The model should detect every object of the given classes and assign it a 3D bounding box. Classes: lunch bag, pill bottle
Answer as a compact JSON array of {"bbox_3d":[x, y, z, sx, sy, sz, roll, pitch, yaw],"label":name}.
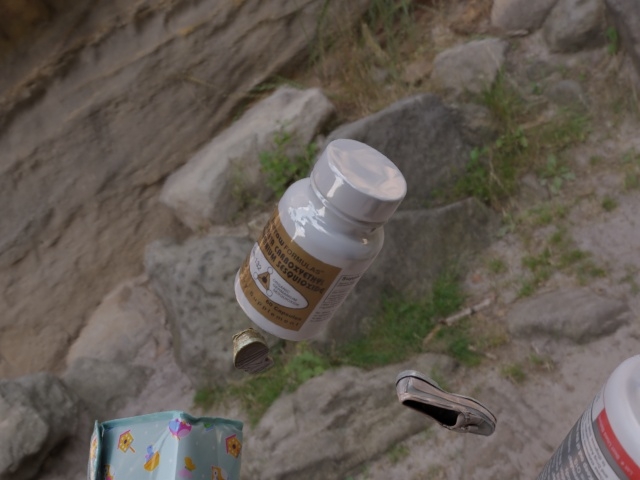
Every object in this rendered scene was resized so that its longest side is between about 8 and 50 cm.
[{"bbox_3d":[-0.248,0.362,1.080,0.262,0.160,0.224,-12,67,33],"label":"lunch bag"},{"bbox_3d":[0.000,0.000,0.902,0.229,0.131,0.131,-56,13,35],"label":"pill bottle"},{"bbox_3d":[0.273,0.252,0.693,0.161,0.283,0.161,12,37,-9],"label":"pill bottle"}]

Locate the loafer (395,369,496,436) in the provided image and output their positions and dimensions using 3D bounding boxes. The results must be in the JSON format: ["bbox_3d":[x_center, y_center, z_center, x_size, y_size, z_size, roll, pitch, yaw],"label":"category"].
[{"bbox_3d":[0.133,0.184,0.820,0.045,0.125,0.039,-53,14,35],"label":"loafer"}]

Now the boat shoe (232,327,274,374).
[{"bbox_3d":[-0.092,0.136,0.974,0.050,0.135,0.045,-25,70,-9],"label":"boat shoe"}]
